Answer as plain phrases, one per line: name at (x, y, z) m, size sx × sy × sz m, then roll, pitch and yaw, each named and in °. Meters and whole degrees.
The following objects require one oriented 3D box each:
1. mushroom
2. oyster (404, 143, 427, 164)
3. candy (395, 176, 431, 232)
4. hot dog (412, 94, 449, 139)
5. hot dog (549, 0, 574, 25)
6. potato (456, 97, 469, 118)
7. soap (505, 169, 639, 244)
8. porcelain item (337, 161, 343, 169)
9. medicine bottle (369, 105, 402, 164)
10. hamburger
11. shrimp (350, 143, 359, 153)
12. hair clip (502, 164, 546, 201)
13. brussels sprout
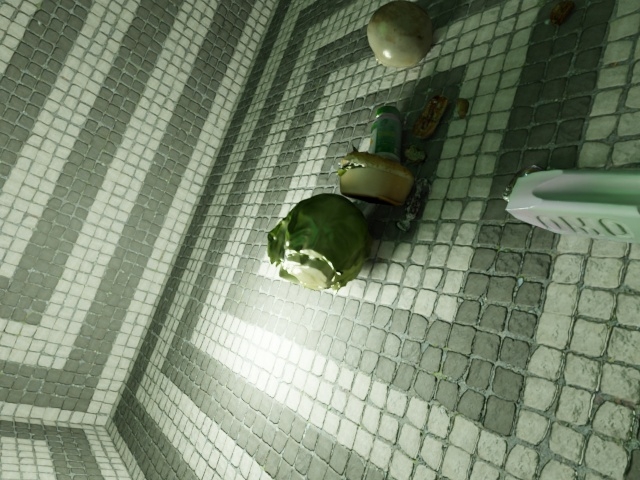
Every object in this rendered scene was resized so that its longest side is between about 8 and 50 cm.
mushroom at (0.350, -0.897, 1.969) m, size 0.290 × 0.297 × 0.298 m, roll 105°, pitch -179°, yaw -76°
oyster at (0.377, -0.347, 1.744) m, size 0.086 × 0.029 × 0.132 m, roll -32°, pitch 43°, yaw 29°
candy at (0.347, -0.134, 1.636) m, size 0.227 × 0.051 × 0.094 m, roll -65°, pitch 25°, yaw -4°
hot dog at (0.434, -0.487, 1.737) m, size 0.108 × 0.059 × 0.191 m, roll 31°, pitch 92°, yaw 50°
hot dog at (0.799, -0.758, 1.455) m, size 0.083 × 0.035 × 0.058 m, roll -56°, pitch 40°, yaw 12°
potato at (0.532, -0.506, 1.639) m, size 0.036 × 0.037 × 0.093 m, roll -17°, pitch 55°, yaw 40°
soap at (0.654, -0.085, 1.072) m, size 0.346 × 0.208 × 0.115 m, roll 14°, pitch 80°, yaw 54°
porcelain item at (0.121, -0.337, 2.071) m, size 0.136 × 0.021 × 0.075 m, roll 10°, pitch 81°, yaw 54°
medicine bottle at (0.274, -0.425, 1.834) m, size 0.133 × 0.133 × 0.274 m, roll -18°, pitch 54°, yaw 45°
hamburger at (0.207, -0.234, 1.666) m, size 0.302 × 0.301 × 0.171 m, roll 11°, pitch 90°, yaw 54°
shrimp at (0.170, -0.350, 1.952) m, size 0.079 × 0.090 × 0.233 m, roll -54°, pitch 45°, yaw 49°
hair clip at (0.627, -0.171, 1.308) m, size 0.116 × 0.049 × 0.172 m, roll -57°, pitch 25°, yaw -13°
brussels sprout at (0.012, -0.009, 1.745) m, size 0.425 × 0.342 × 0.361 m, roll -6°, pitch 47°, yaw 45°
